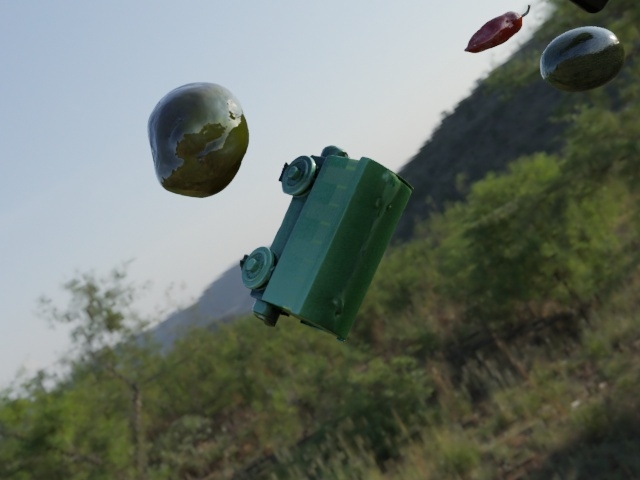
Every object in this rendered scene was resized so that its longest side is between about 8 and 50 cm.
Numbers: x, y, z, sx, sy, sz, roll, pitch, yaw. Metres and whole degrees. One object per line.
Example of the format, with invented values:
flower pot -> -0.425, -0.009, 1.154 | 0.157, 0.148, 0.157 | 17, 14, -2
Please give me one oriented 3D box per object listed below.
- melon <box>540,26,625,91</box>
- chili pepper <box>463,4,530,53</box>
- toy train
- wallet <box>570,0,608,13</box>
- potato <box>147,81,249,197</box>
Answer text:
melon -> 0.474, -0.325, 1.906 | 0.167, 0.114, 0.114 | -14, -8, -16
chili pepper -> 0.375, -0.439, 2.239 | 0.191, 0.059, 0.050 | -34, -24, -18
toy train -> 0.000, 0.000, 1.626 | 0.202, 0.120, 0.300 | 16, 79, 49
wallet -> 0.392, -0.532, 1.715 | 0.406, 0.062, 0.228 | 15, -72, -46
potato -> -0.165, -0.138, 1.461 | 0.137, 0.154, 0.200 | -14, 13, -3
